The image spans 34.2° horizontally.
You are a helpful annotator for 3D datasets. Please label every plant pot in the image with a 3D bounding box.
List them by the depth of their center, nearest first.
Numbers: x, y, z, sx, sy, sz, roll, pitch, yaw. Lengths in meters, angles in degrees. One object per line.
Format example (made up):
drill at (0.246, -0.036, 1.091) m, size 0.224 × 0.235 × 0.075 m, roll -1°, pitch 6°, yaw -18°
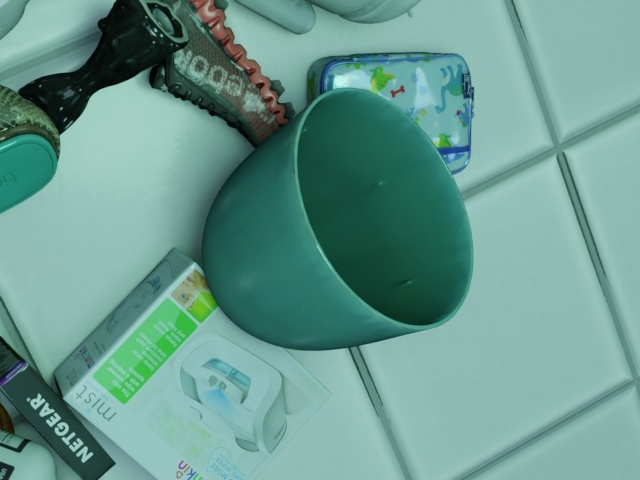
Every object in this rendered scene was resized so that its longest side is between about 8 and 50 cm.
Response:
plant pot at (0.000, 0.000, 1.241) m, size 0.293 × 0.235 × 0.293 m, roll 24°, pitch 54°, yaw -37°

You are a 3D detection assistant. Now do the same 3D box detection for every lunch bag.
lunch bag at (0.095, -0.162, 1.388) m, size 0.219 × 0.090 × 0.176 m, roll -4°, pitch 104°, yaw -17°

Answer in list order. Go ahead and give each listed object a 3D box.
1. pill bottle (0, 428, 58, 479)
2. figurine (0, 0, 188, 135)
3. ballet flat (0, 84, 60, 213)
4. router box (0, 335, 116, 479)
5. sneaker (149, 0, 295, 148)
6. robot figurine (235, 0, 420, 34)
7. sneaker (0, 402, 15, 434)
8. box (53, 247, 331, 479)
pill bottle at (-0.431, 0.289, 1.182) m, size 0.323 × 0.181 × 0.181 m, roll 22°, pitch 91°, yaw -3°
figurine at (-0.298, -0.255, 1.205) m, size 0.209 × 0.092 × 0.214 m, roll -33°, pitch 94°, yaw 18°
ballet flat at (-0.518, -0.022, 1.140) m, size 0.483 × 0.182 × 0.164 m, roll -38°, pitch 149°, yaw -21°
router box at (-0.335, 0.204, 1.258) m, size 0.046 × 0.133 × 0.179 m, roll -42°, pitch 119°, yaw -17°
sneaker at (-0.135, -0.198, 1.298) m, size 0.135 × 0.098 × 0.276 m, roll -38°, pitch 106°, yaw -10°
robot figurine at (0.011, -0.384, 1.246) m, size 0.354 × 0.199 × 0.300 m, roll 16°, pitch 128°, yaw -34°
sneaker at (-0.428, 0.224, 1.292) m, size 0.067 × 0.064 × 0.175 m, roll -22°, pitch 98°, yaw 1°
box at (-0.166, 0.184, 1.335) m, size 0.231 × 0.127 × 0.262 m, roll -46°, pitch 110°, yaw -9°
